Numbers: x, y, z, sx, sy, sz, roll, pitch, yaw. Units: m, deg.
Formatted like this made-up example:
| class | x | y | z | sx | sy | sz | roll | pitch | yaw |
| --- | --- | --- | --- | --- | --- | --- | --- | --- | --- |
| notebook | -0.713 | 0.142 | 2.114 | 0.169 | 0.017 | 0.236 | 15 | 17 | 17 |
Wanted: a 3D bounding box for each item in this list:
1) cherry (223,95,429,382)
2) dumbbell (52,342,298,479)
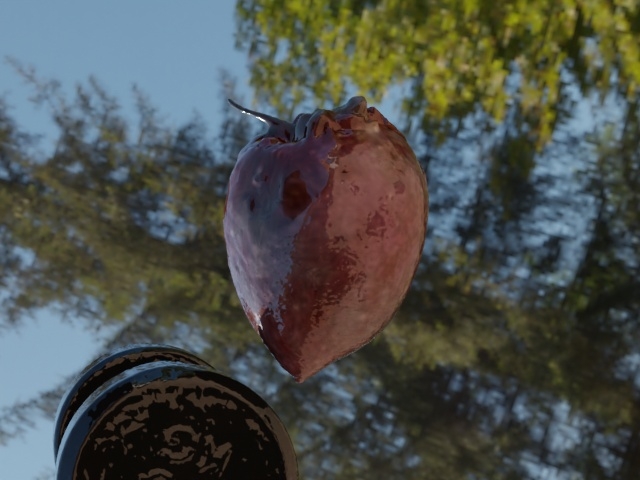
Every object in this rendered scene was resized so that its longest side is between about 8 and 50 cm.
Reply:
| class | x | y | z | sx | sy | sz | roll | pitch | yaw |
| --- | --- | --- | --- | --- | --- | --- | --- | --- | --- |
| cherry | 0.000 | 0.000 | 1.106 | 0.175 | 0.192 | 0.250 | 23 | -108 | -57 |
| dumbbell | -0.151 | 0.206 | 1.202 | 0.322 | 0.203 | 0.204 | 177 | 115 | -77 |
